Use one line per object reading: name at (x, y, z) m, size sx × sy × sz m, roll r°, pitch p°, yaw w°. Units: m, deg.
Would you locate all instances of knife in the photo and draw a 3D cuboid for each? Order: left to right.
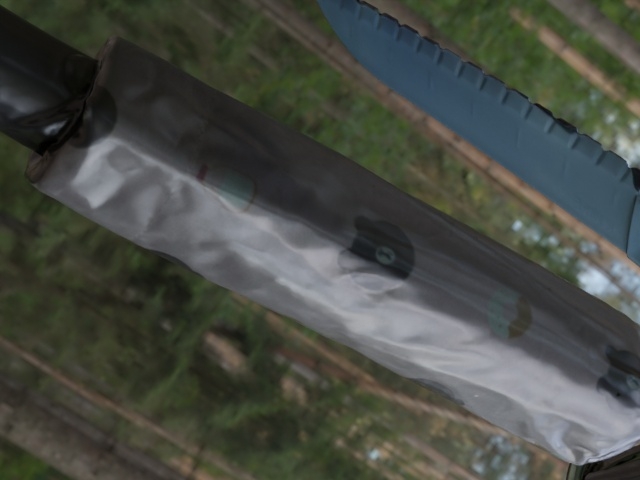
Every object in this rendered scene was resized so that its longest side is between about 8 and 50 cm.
knife at (0.098, -0.012, 0.480) m, size 0.019 × 0.044 × 0.313 m, roll -36°, pitch -126°, yaw -23°

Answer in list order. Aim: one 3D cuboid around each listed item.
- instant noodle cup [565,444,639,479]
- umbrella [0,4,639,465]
instant noodle cup at (0.298, 0.194, 0.900) m, size 0.236 × 0.215 × 0.216 m, roll -26°, pitch -150°, yaw 27°
umbrella at (0.000, 0.000, 0.587) m, size 0.067 × 0.337 × 0.073 m, roll -51°, pitch -156°, yaw 26°
